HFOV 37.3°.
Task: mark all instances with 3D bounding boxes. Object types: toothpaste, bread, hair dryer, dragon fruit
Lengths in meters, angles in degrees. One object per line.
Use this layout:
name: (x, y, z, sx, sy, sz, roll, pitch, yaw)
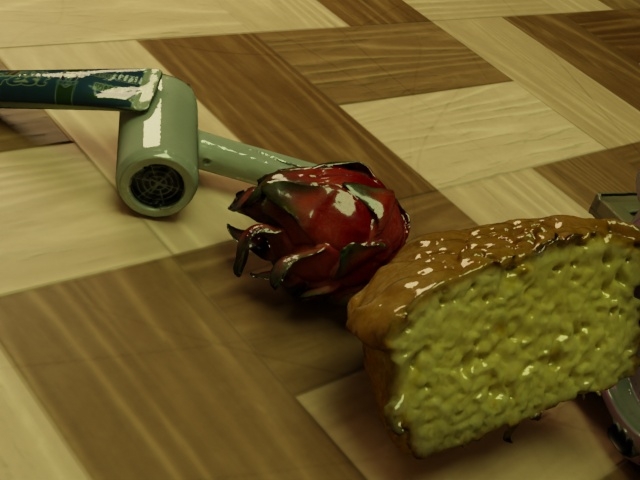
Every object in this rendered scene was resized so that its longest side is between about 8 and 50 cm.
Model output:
toothpaste: (-0.237, -0.132, 0.831, 0.197, 0.034, 0.057, 2, 47, 10)
bread: (0.115, 0.062, 0.689, 0.229, 0.143, 0.139, -13, 10, -26)
hair dryer: (-0.068, -0.060, 0.857, 0.236, 0.073, 0.131, 17, 35, -22)
dragon fruit: (0.002, -0.006, 0.766, 0.142, 0.130, 0.121, 15, 77, -28)

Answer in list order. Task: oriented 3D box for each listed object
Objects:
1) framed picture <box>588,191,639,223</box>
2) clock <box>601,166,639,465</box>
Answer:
framed picture: (0.511, 0.089, 0.913, 0.326, 0.028, 0.446, -3, 40, -28)
clock: (0.289, 0.078, 0.694, 0.090, 0.227, 0.248, 4, 36, -25)
